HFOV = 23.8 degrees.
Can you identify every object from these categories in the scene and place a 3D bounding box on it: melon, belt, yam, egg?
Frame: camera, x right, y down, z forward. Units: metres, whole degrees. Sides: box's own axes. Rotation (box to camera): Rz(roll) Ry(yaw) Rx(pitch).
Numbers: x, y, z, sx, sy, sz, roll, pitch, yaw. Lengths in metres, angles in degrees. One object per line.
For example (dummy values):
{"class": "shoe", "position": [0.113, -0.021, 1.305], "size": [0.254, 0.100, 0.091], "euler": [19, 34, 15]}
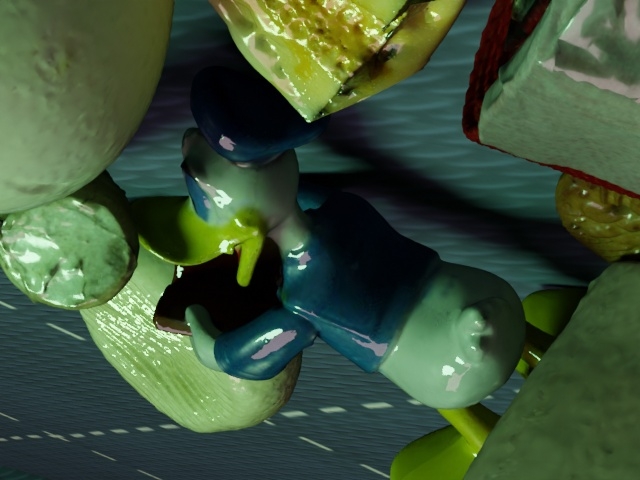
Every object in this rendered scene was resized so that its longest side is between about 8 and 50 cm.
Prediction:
{"class": "melon", "position": [0.008, -0.128, 0.675], "size": [0.128, 0.079, 0.160], "euler": [39, 160, -4]}
{"class": "belt", "position": [0.136, -0.083, 0.577], "size": [0.124, 0.128, 0.201], "euler": [19, 169, -3]}
{"class": "yam", "position": [-0.157, -0.023, 0.912], "size": [0.083, 0.083, 0.371], "euler": [23, -176, -14]}
{"class": "egg", "position": [-0.166, -0.094, 0.705], "size": [0.271, 0.206, 0.162], "euler": [-5, 145, 46]}

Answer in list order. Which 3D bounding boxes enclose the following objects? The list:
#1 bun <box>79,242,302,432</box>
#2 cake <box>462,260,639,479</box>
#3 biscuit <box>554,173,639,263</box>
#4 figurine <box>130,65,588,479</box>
{"class": "bun", "position": [-0.095, 0.052, 1.206], "size": [0.222, 0.127, 0.222], "euler": [36, 149, 25]}
{"class": "cake", "position": [0.253, 0.182, 0.872], "size": [0.309, 0.230, 0.237], "euler": [18, 159, 43]}
{"class": "biscuit", "position": [0.226, -0.003, 0.876], "size": [0.188, 0.027, 0.188], "euler": [16, 162, 5]}
{"class": "figurine", "position": [0.000, 0.000, 0.969], "size": [0.283, 0.204, 0.338], "euler": [13, 150, 39]}
